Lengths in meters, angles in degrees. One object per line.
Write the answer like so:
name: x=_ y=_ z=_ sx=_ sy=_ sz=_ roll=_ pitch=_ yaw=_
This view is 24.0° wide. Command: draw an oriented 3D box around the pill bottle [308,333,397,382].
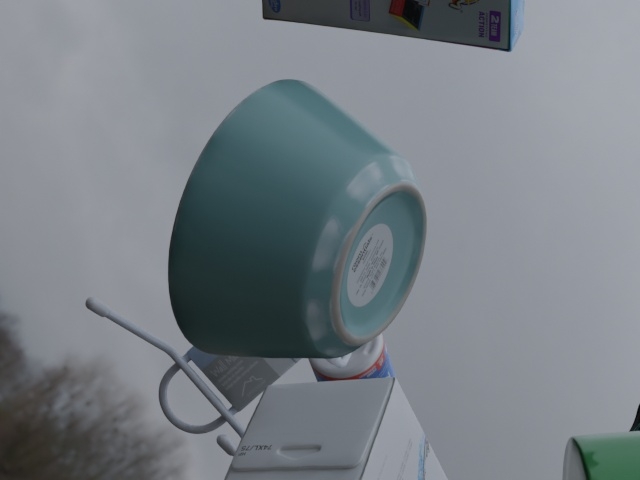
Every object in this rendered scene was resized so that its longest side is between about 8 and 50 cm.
pill bottle: x=0.061 y=0.227 z=2.424 sx=0.124 sy=0.124 sz=0.221 roll=46 pitch=-15 yaw=39

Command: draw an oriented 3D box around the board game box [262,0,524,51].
board game box: x=0.080 y=-0.357 z=1.746 sx=0.316 sy=0.064 sz=0.242 roll=11 pitch=-52 yaw=18

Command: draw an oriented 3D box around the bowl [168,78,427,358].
bowl: x=0.000 y=0.000 z=1.578 sx=0.163 sy=0.311 sz=0.311 roll=19 pitch=-33 yaw=28

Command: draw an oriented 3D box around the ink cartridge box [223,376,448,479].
ink cartridge box: x=0.033 y=0.339 z=1.922 sx=0.198 sy=0.197 sz=0.270 roll=-6 pitch=-52 yaw=28

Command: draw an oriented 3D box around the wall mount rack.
wall mount rack: x=-0.134 y=0.117 z=2.076 sx=0.304 sy=0.350 sz=0.130 roll=48 pitch=13 yaw=0

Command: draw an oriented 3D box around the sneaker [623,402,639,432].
sneaker: x=0.409 y=0.274 z=1.782 sx=0.267 sy=0.101 sz=0.106 roll=83 pitch=-13 yaw=-56

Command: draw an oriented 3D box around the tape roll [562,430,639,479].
tape roll: x=0.280 y=0.335 z=1.367 sx=0.321 sy=0.077 sz=0.321 roll=-5 pitch=90 yaw=-88
